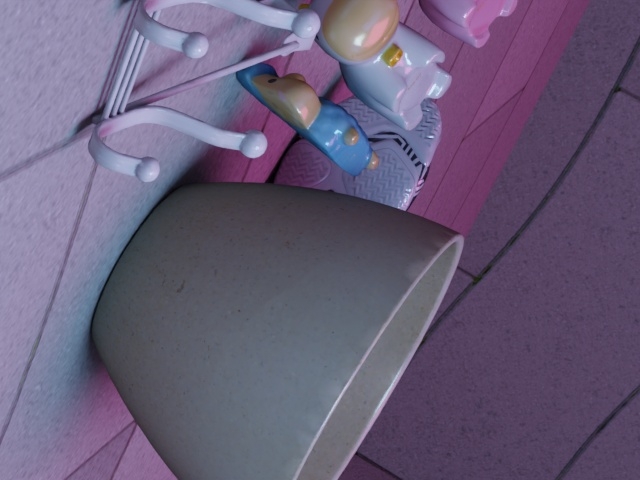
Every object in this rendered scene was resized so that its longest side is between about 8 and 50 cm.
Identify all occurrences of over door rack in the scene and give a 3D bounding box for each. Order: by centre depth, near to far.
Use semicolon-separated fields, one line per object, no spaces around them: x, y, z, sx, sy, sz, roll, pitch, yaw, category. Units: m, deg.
-0.030;-0.194;1.382;0.324;0.108;0.239;-45;163;-56;over door rack

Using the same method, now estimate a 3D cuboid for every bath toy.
0.088;-0.227;1.647;0.348;0.129;0.151;-47;154;-9;bath toy

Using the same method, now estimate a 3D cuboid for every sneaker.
0.000;0.000;2.031;0.366;0.137;0.210;-53;170;-6;sneaker

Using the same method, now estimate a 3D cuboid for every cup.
-0.059;0.080;1.659;0.331;0.237;0.331;-57;170;-16;cup
